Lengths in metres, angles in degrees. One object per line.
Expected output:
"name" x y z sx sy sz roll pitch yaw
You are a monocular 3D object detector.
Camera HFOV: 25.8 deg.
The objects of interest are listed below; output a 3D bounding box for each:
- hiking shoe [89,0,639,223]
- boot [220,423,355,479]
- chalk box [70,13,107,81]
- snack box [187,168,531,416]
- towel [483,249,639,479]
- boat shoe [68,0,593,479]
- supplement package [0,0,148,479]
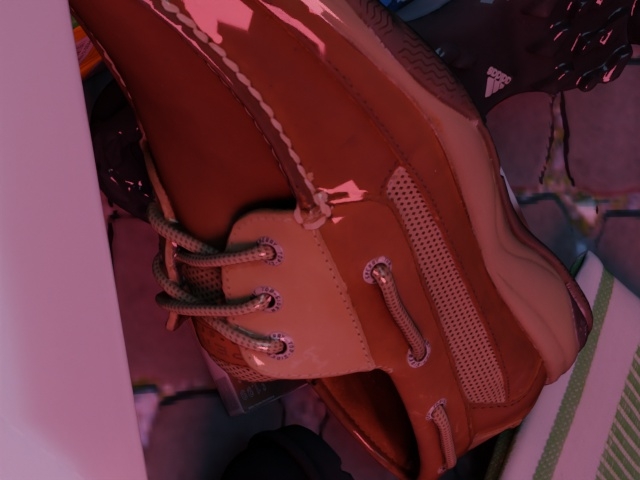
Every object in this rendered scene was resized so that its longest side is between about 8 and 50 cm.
"hiking shoe" 0.024 -0.097 0.659 0.304 0.113 0.132 -23 43 -17
"boot" -0.069 0.206 0.532 0.207 0.094 0.247 -6 82 -26
"chalk box" -0.136 -0.177 0.583 0.132 0.132 0.213 -33 92 -26
"snack box" 0.023 0.019 0.661 0.178 0.022 0.064 -23 86 -26
"towel" 0.212 0.178 0.658 0.324 0.038 0.248 36 48 -11
"boat shoe" 0.000 0.000 0.522 0.120 0.122 0.324 -53 133 -10
"supplement package" -0.194 0.018 0.434 0.198 0.262 0.199 -6 79 -24
